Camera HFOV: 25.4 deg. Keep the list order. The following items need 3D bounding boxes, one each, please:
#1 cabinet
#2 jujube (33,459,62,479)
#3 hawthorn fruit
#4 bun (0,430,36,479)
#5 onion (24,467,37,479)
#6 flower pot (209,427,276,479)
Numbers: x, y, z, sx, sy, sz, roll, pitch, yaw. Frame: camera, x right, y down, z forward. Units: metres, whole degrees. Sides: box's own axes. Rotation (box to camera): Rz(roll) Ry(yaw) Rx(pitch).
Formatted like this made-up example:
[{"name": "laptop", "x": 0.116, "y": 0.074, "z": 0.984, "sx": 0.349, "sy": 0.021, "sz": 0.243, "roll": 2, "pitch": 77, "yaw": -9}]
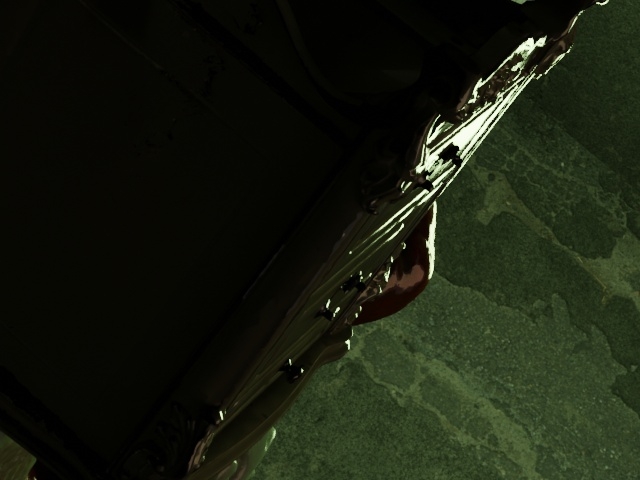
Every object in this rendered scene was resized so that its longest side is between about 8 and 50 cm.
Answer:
[{"name": "cabinet", "x": -0.038, "y": -0.062, "z": 0.779, "sx": 0.318, "sy": 0.227, "sz": 0.290, "roll": -53, "pitch": 172, "yaw": 29}, {"name": "jujube", "x": -0.194, "y": 0.128, "z": 1.191, "sx": 0.236, "sy": 0.168, "sz": 0.168, "roll": -48, "pitch": 174, "yaw": 11}, {"name": "hawthorn fruit", "x": 0.000, "y": 0.000, "z": 1.557, "sx": 0.210, "sy": 0.210, "sz": 0.262, "roll": -46, "pitch": -165, "yaw": -32}, {"name": "bun", "x": -0.270, "y": 0.144, "z": 0.902, "sx": 0.195, "sy": 0.118, "sz": 0.195, "roll": -49, "pitch": 168, "yaw": -14}, {"name": "onion", "x": -0.267, "y": 0.219, "z": 1.073, "sx": 0.147, "sy": 0.184, "sz": 0.184, "roll": 20, "pitch": 119, "yaw": -37}, {"name": "flower pot", "x": -0.214, "y": 0.257, "z": 1.492, "sx": 0.367, "sy": 0.164, "sz": 0.254, "roll": -50, "pitch": 151, "yaw": -3}]
